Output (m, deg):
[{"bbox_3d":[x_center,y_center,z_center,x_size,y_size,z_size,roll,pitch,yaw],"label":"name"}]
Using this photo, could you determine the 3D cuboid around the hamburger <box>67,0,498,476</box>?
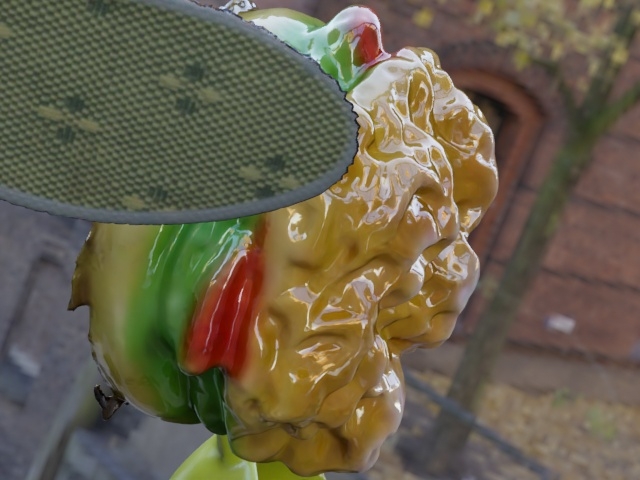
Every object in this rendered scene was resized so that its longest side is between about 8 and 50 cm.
[{"bbox_3d":[0.000,0.000,0.883,0.149,0.237,0.237,19,10,20],"label":"hamburger"}]

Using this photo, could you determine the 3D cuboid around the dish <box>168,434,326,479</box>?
[{"bbox_3d":[-0.047,0.226,1.141,0.262,0.108,0.221,56,17,-60],"label":"dish"}]

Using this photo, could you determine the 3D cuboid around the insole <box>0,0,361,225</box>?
[{"bbox_3d":[-0.144,-0.061,0.663,0.322,0.109,0.007,11,37,-6],"label":"insole"}]
